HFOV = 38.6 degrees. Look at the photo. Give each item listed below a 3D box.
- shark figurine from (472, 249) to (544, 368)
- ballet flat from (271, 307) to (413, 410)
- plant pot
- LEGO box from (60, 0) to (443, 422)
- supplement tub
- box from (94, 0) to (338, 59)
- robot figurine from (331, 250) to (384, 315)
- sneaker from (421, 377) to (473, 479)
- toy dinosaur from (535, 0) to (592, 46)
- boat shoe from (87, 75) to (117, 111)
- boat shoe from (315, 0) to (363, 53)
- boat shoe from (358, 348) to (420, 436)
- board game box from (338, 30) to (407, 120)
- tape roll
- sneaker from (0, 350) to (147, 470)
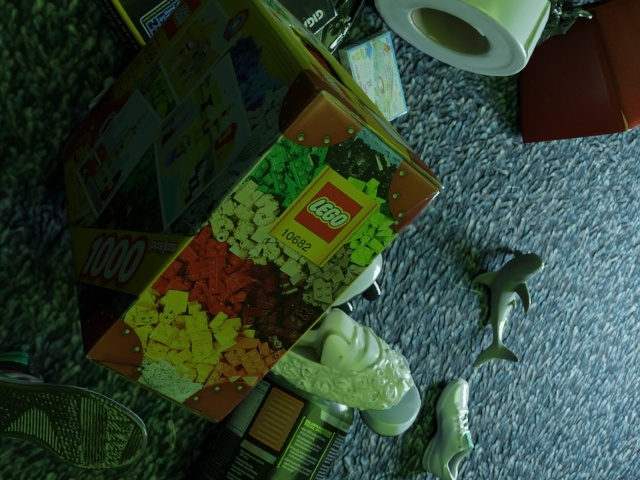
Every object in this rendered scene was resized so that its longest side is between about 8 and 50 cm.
[{"bbox_3d":[0.371,0.121,1.927,0.116,0.166,0.278,8,116,-14],"label":"shark figurine"},{"bbox_3d":[-0.035,0.149,1.439,0.409,0.147,0.147,21,88,-1],"label":"ballet flat"},{"bbox_3d":[0.557,-0.357,1.842,0.267,0.267,0.236,-26,104,-31],"label":"plant pot"},{"bbox_3d":[-0.124,-0.091,1.129,0.193,0.500,0.372,35,104,-33],"label":"LEGO box"},{"bbox_3d":[-0.069,0.340,1.556,0.193,0.193,0.316,36,79,-38],"label":"supplement tub"},{"bbox_3d":[-0.151,-0.361,1.389,0.322,0.079,0.257,-44,122,-21],"label":"box"},{"bbox_3d":[0.001,-0.002,1.541,0.209,0.173,0.278,-54,128,-29],"label":"robot figurine"},{"bbox_3d":[0.287,0.399,1.913,0.080,0.094,0.212,12,94,-38],"label":"sneaker"},{"bbox_3d":[0.381,-0.473,1.615,0.218,0.322,0.164,36,87,-42],"label":"toy dinosaur"},{"bbox_3d":[-0.302,-0.223,1.337,0.100,0.035,0.035,-35,94,-22],"label":"boat shoe"},{"bbox_3d":[0.035,-0.377,1.551,0.049,0.040,0.142,29,83,-39],"label":"boat shoe"},{"bbox_3d":[0.111,0.294,1.652,0.108,0.301,0.102,12,106,-4],"label":"boat shoe"},{"bbox_3d":[0.095,-0.284,1.631,0.103,0.026,0.154,-30,118,-29],"label":"board game box"},{"bbox_3d":[0.239,-0.393,1.550,0.286,0.286,0.100,32,80,-39],"label":"tape roll"},{"bbox_3d":[-0.390,0.238,1.288,0.295,0.178,0.124,17,91,-10],"label":"sneaker"}]
